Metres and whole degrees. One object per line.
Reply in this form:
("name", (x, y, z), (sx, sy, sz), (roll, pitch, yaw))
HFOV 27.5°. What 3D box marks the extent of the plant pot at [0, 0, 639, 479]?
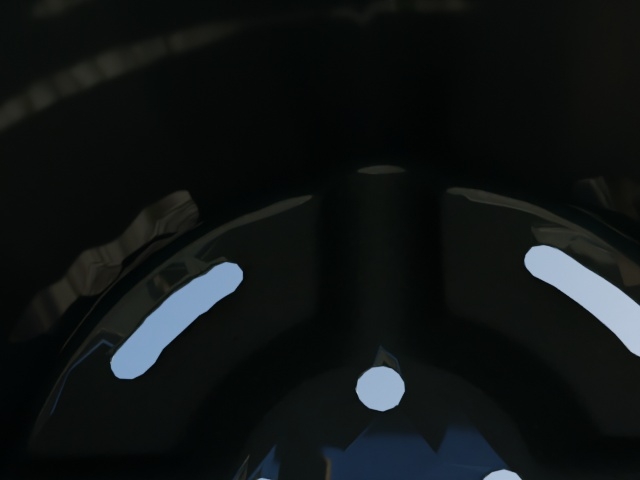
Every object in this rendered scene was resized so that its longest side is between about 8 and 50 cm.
("plant pot", (0.000, 0.000, 0.260), (0.341, 0.341, 0.334), (-8, -31, 2))
